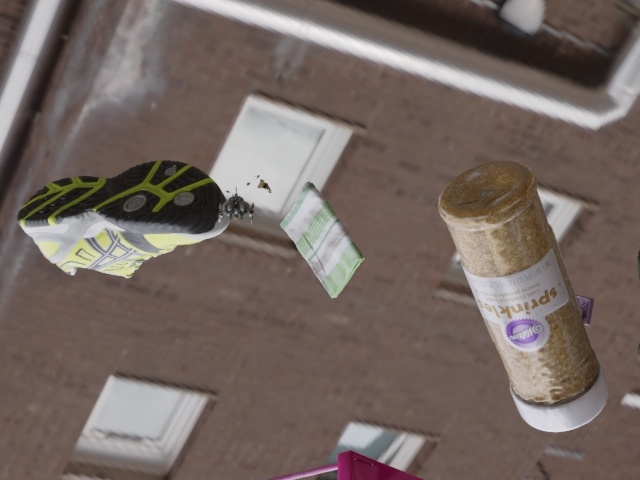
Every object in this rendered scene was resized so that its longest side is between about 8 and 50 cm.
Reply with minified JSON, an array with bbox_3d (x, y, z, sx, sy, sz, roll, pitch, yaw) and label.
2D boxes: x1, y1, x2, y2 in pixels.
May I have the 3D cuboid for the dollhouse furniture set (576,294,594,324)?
[{"bbox_3d":[0.335,0.118,1.746,0.081,0.091,0.114,8,-176,-29],"label":"dollhouse furniture set"}]

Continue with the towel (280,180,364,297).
[{"bbox_3d":[0.000,0.000,1.767,0.023,0.113,0.152,-18,-117,-35],"label":"towel"}]

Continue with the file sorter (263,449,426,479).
[{"bbox_3d":[0.027,0.431,1.389,0.202,0.182,0.290,30,-131,-44],"label":"file sorter"}]

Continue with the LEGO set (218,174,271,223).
[{"bbox_3d":[-0.104,-0.053,1.545,0.054,0.083,0.023,32,177,-2],"label":"LEGO set"}]

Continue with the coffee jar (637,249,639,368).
[{"bbox_3d":[0.440,0.095,1.432,0.096,0.184,0.079,-6,-156,0],"label":"coffee jar"}]

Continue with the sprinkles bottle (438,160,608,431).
[{"bbox_3d":[0.254,0.074,1.436,0.121,0.121,0.355,-99,-14,-58],"label":"sprinkles bottle"}]

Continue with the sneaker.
[{"bbox_3d":[-0.289,-0.025,1.813,0.385,0.147,0.145,0,-138,34],"label":"sneaker"}]
